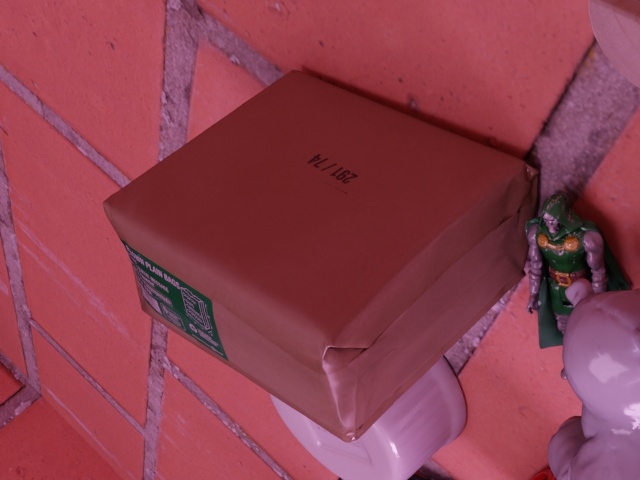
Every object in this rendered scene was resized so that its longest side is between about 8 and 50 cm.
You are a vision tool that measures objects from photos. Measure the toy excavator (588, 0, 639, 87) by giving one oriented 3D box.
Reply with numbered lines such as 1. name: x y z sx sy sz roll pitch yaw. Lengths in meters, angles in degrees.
1. toy excavator: 0.278 -0.271 0.466 0.445 0.222 0.433 22 142 61

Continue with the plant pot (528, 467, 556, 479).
1. plant pot: 0.296 0.404 1.169 0.174 0.191 0.191 35 148 8

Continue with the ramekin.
1. ramekin: 0.052 0.216 1.325 0.277 0.135 0.277 33 146 26

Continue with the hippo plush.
1. hippo plush: 0.279 0.145 0.872 0.234 0.294 0.237 -145 43 -72

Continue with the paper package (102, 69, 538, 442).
1. paper package: 0.000 0.000 0.981 0.325 0.309 0.168 28 143 34

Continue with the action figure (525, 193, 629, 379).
1. action figure: 0.252 0.048 0.946 0.137 0.063 0.232 4 132 36

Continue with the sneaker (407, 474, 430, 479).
1. sneaker: 0.191 0.414 1.445 0.234 0.084 0.097 20 163 42
